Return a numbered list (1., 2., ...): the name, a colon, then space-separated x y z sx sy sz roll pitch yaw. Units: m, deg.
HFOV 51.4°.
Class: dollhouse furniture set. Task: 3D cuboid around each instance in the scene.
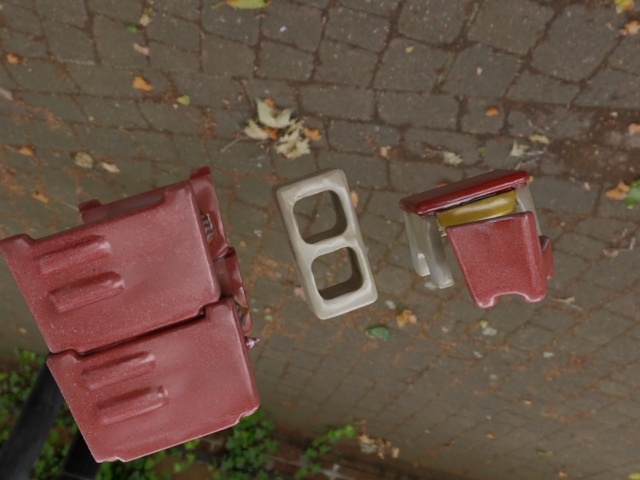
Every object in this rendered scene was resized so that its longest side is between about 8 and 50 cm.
1. dollhouse furniture set: 0.000 0.000 0.499 0.373 0.152 0.201 -18 -169 -6
